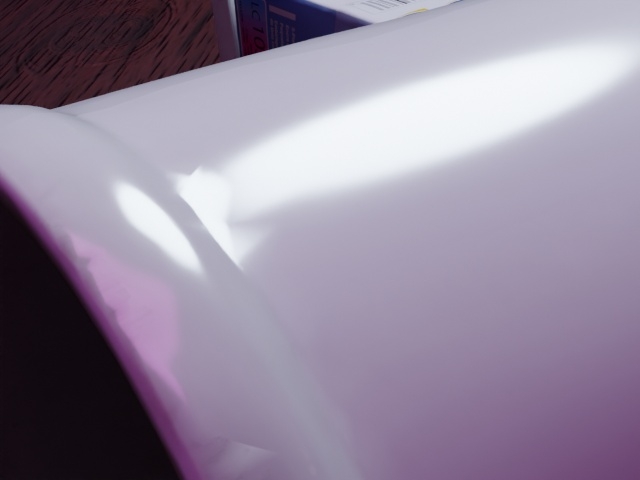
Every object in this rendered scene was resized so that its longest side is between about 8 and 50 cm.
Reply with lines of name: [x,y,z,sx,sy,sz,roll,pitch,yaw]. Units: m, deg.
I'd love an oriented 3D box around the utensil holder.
utensil holder: [0.079,0.068,0.525,0.385,0.328,0.327,-19,28,-28]

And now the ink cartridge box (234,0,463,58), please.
ink cartridge box: [0.137,-0.150,1.142,0.270,0.151,0.395,-21,27,-25]

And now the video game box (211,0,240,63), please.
video game box: [-0.011,-0.235,1.295,0.187,0.205,0.048,-18,26,-23]
